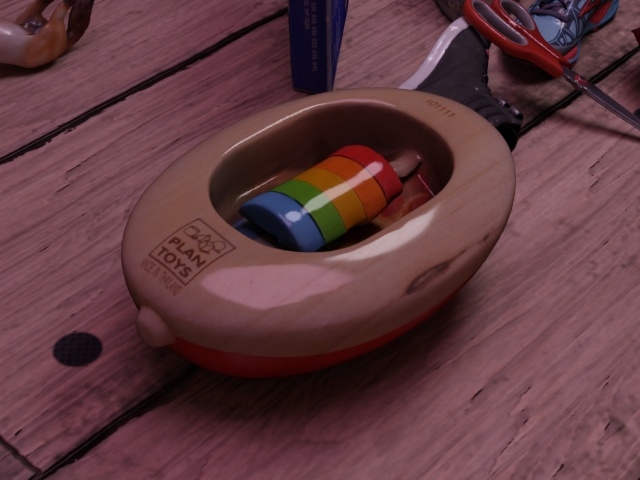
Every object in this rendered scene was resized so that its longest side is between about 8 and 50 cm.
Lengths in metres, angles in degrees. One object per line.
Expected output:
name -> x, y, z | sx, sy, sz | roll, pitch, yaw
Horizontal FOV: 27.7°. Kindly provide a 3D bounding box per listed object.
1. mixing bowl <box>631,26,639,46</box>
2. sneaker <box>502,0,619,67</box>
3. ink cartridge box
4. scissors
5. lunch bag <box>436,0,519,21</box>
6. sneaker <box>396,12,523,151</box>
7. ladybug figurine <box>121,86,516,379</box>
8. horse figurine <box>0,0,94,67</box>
mixing bowl -> 0.484, -0.233, 1.607 | 0.181, 0.098, 0.181 | -12, 3, 1
sneaker -> 0.317, -0.322, 1.708 | 0.104, 0.125, 0.262 | 22, 44, 22
ink cartridge box -> -0.007, -0.348, 1.586 | 0.072, 0.304, 0.307 | 4, 39, 6
scissors -> 0.293, -0.198, 1.567 | 0.297, 0.021, 0.109 | 47, 38, 16
lunch bag -> 0.239, -0.457, 1.780 | 0.168, 0.235, 0.287 | 19, 42, 10
sneaker -> 0.182, -0.164, 1.545 | 0.146, 0.105, 0.296 | 25, 45, 14
ladybug figurine -> 0.000, 0.000, 1.283 | 0.449, 0.162, 0.305 | -28, 49, -32
horse figurine -> -0.390, -0.273, 1.612 | 0.263, 0.175, 0.066 | -8, 31, -32
